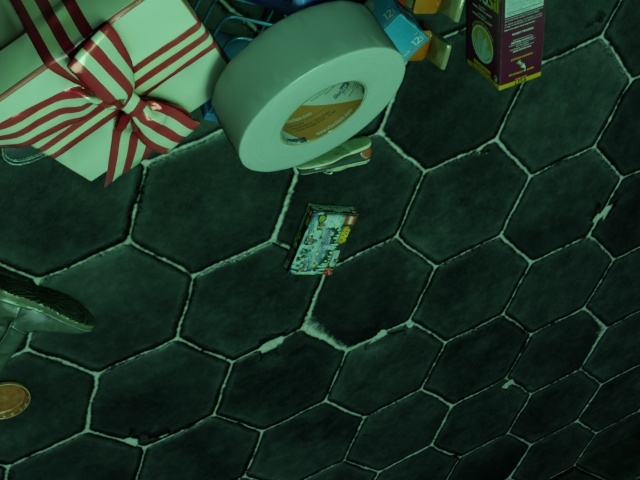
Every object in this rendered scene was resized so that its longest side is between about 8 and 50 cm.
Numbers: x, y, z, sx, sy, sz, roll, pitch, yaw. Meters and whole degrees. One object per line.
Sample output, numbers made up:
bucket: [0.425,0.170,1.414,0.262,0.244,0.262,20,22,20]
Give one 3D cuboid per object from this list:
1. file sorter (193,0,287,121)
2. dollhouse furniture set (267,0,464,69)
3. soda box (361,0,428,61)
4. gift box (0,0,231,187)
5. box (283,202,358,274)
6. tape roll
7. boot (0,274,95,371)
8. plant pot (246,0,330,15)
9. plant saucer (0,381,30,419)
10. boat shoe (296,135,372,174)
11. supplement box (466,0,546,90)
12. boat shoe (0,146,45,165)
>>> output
file sorter: [-0.097,-0.243,1.066,0.118,0.170,0.104,4,141,-32]
dollhouse furniture set: [0.082,-0.339,1.128,0.261,0.135,0.259,-7,130,-25]
soda box: [0.037,-0.232,1.101,0.210,0.067,0.071,-41,142,21]
gift box: [-0.267,-0.215,0.905,0.276,0.258,0.255,-37,161,7]
box: [0.000,0.000,1.449,0.093,0.027,0.137,2,125,-32]
tape roll: [-0.013,-0.173,0.949,0.219,0.072,0.219,-27,163,-9]
boot: [-0.481,0.165,1.281,0.189,0.076,0.209,27,104,-27]
plant pot: [-0.039,-0.417,0.916,0.212,0.236,0.236,-38,141,-30]
plant saucer: [-0.532,0.267,1.382,0.083,0.013,0.084,-16,134,-18]
boat shoe: [0.023,-0.130,1.339,0.137,0.049,0.043,-21,137,-20]
supplement box: [0.283,-0.343,1.263,0.080,0.104,0.188,-21,134,-12]
boat shoe: [-0.318,-0.175,1.080,0.254,0.079,0.095,-33,136,-1]
